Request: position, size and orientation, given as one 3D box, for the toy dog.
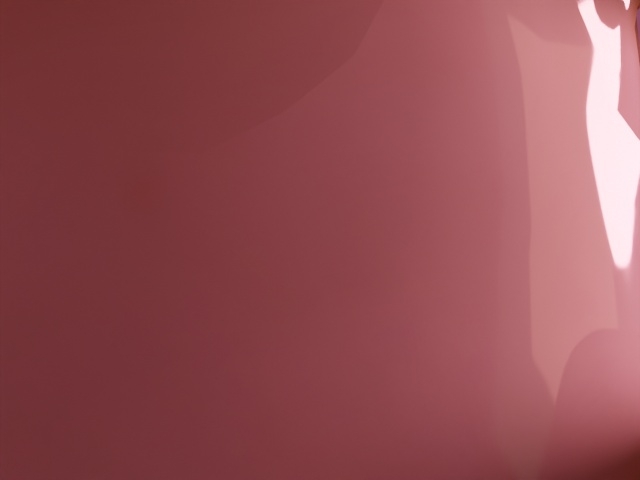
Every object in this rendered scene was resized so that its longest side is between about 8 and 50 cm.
[{"bbox_3d":[-0.036,0.030,0.448,0.395,0.285,0.408,-123,-157,-58],"label":"toy dog"}]
